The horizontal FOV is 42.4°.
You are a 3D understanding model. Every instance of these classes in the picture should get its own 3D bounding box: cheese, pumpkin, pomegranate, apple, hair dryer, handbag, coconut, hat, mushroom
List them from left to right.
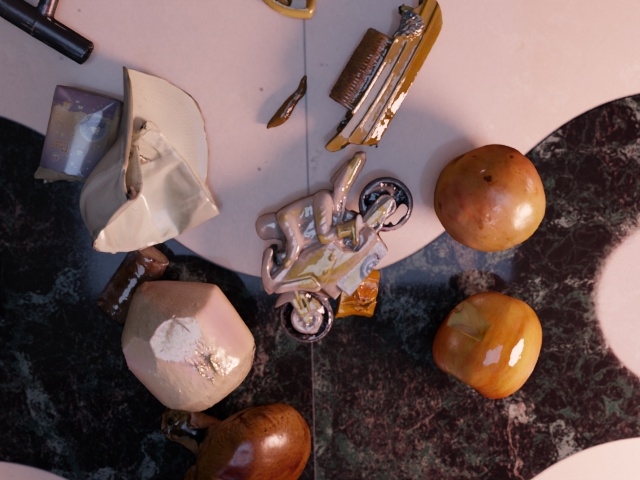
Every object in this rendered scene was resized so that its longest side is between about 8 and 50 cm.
[{"bbox_3d":[-0.428,-0.421,1.381,0.173,0.050,0.195,32,96,-11],"label":"hair dryer"},{"bbox_3d":[-0.412,-0.171,1.412,0.117,0.095,0.173,15,93,-1],"label":"handbag"},{"bbox_3d":[-0.310,-0.136,1.374,0.168,0.258,0.302,-8,84,23],"label":"hat"},{"bbox_3d":[-0.239,0.171,1.425,0.224,0.224,0.234,-32,113,5],"label":"coconut"},{"bbox_3d":[-0.136,0.385,1.493,0.267,0.267,0.255,-19,68,2],"label":"mushroom"},{"bbox_3d":[-0.086,-0.428,1.391,0.162,0.036,0.086,9,100,-4],"label":"cheese"},{"bbox_3d":[0.067,0.101,1.510,0.073,0.035,0.101,7,104,-1],"label":"pumpkin"},{"bbox_3d":[0.302,0.181,1.469,0.199,0.199,0.199,0,102,-2],"label":"apple"},{"bbox_3d":[0.289,-0.069,1.405,0.191,0.191,0.191,0,102,-2],"label":"pomegranate"}]

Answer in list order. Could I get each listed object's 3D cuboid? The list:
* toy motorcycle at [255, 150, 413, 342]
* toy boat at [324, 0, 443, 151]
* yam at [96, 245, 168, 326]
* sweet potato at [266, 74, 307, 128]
[{"bbox_3d":[0.000,0.000,1.452,0.223,0.108,0.341,38,98,-1],"label":"toy motorcycle"},{"bbox_3d":[0.098,-0.281,1.402,0.115,0.089,0.310,29,100,-5],"label":"toy boat"},{"bbox_3d":[-0.336,0.077,1.470,0.079,0.079,0.141,35,97,-8],"label":"yam"},{"bbox_3d":[-0.053,-0.237,1.440,0.026,0.026,0.115,39,96,-9],"label":"sweet potato"}]
